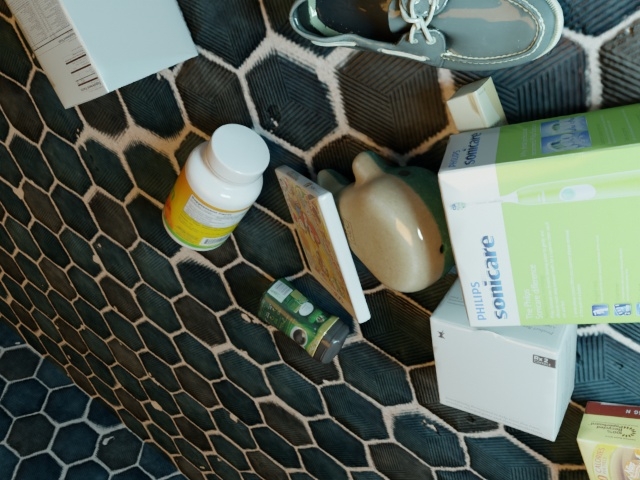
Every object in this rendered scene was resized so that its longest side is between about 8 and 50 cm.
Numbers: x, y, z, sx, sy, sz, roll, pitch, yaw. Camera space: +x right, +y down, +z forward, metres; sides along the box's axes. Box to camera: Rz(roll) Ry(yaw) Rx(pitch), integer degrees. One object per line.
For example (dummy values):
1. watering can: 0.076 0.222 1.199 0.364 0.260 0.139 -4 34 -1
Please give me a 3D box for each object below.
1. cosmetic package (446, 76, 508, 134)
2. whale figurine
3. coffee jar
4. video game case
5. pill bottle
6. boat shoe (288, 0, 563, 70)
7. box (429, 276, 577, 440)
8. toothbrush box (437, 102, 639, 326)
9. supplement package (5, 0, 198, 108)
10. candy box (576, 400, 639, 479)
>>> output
1. cosmetic package: 0.204 -0.136 0.679 0.041 0.060 0.115 -10 116 42
2. whale figurine: 0.101 -0.041 0.811 0.272 0.141 0.216 32 144 53
3. coffee jar: -0.033 0.161 1.096 0.184 0.079 0.096 35 135 14
4. video game case: 0.000 0.000 0.903 0.206 0.026 0.227 40 152 61
5. pill bottle: -0.185 -0.093 0.978 0.136 0.136 0.246 46 139 0
6. boat shoe: 0.106 -0.252 0.638 0.319 0.099 0.116 21 132 27
7. box: 0.274 0.169 0.816 0.181 0.119 0.182 11 128 34
8. toothbrush box: 0.292 -0.024 0.597 0.283 0.122 0.206 -7 118 23
9. supplement package: -0.344 -0.347 0.865 0.149 0.194 0.203 -1 120 41
10. candy box: 0.519 0.391 0.811 0.183 0.087 0.316 -7 118 42
